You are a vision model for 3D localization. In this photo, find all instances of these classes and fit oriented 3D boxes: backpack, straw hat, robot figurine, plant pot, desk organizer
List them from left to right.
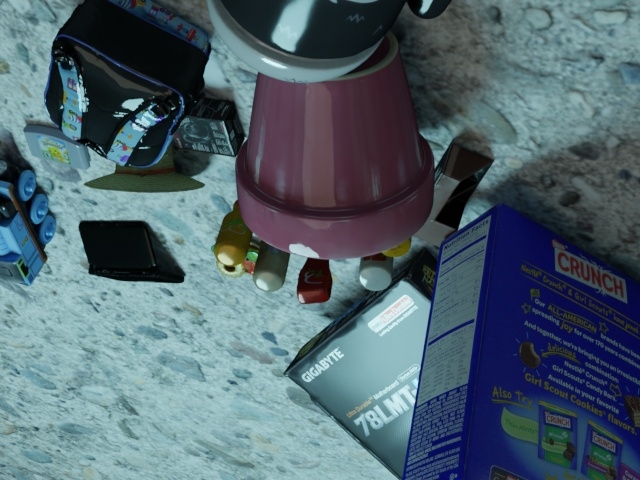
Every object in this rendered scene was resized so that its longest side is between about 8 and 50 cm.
[{"bbox_3d":[-0.210,-0.164,1.266,0.158,0.117,0.173,27,146,-5],"label":"backpack"},{"bbox_3d":[-0.209,-0.095,1.410,0.144,0.144,0.061,6,101,25],"label":"straw hat"},{"bbox_3d":[0.003,-0.252,0.967,0.209,0.173,0.278,45,148,9],"label":"robot figurine"},{"bbox_3d":[0.012,-0.111,1.157,0.201,0.201,0.180,11,130,18],"label":"plant pot"},{"bbox_3d":[0.138,-0.046,1.286,0.050,0.047,0.130,22,147,-3],"label":"desk organizer"}]

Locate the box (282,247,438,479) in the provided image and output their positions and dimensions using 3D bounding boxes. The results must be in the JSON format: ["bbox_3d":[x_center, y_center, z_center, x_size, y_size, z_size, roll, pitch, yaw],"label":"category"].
[{"bbox_3d":[0.143,0.189,1.507,0.293,0.073,0.295,42,135,-7],"label":"box"}]

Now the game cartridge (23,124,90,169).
[{"bbox_3d":[-0.334,-0.119,1.500,0.083,0.017,0.056,15,142,13],"label":"game cartridge"}]

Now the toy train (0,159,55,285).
[{"bbox_3d":[-0.419,-0.025,1.604,0.080,0.105,0.184,13,146,16],"label":"toy train"}]

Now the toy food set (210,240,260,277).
[{"bbox_3d":[-0.103,0.023,1.555,0.083,0.020,0.082,11,145,20],"label":"toy food set"}]

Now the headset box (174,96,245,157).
[{"bbox_3d":[-0.134,-0.130,1.346,0.083,0.032,0.062,11,144,20],"label":"headset box"}]

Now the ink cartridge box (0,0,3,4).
[{"bbox_3d":[-0.290,-0.316,1.045,0.127,0.176,0.128,32,146,-13],"label":"ink cartridge box"}]

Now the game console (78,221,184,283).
[{"bbox_3d":[-0.262,0.018,1.654,0.122,0.071,0.107,1,171,31],"label":"game console"}]

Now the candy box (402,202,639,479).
[{"bbox_3d":[0.237,0.163,1.240,0.268,0.317,0.122,28,146,-23],"label":"candy box"}]

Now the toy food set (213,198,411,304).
[{"bbox_3d":[0.000,0.000,1.422,0.232,0.104,0.111,-8,125,13],"label":"toy food set"}]
